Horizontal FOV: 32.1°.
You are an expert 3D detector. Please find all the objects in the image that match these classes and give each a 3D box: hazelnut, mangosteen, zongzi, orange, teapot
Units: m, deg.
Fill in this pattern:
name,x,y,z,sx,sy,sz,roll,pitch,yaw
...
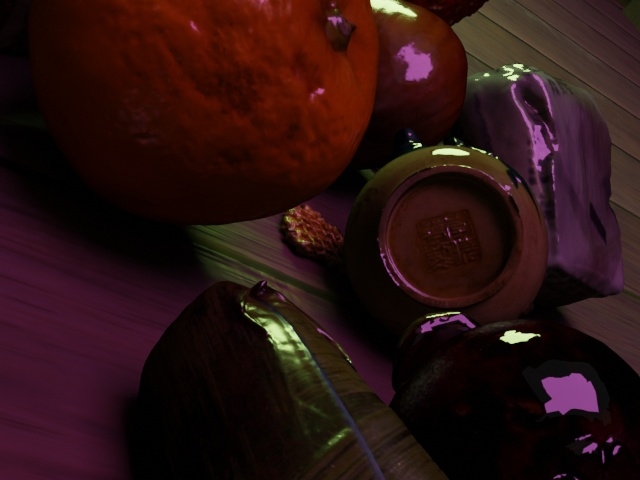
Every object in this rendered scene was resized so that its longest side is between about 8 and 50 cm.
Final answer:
name,x,y,z,sx,sy,sz,roll,pitch,yaw
hazelnut,0.043,-0.150,1.126,0.210,0.210,0.186,57,5,28
mangosteen,0.126,0.148,0.742,0.210,0.210,0.210,33,26,-19
zongzi,-0.046,0.151,0.543,0.286,0.138,0.300,49,27,21
orange,-0.084,-0.138,0.808,0.261,0.261,0.261,33,26,-19
teapot,0.111,0.023,0.975,0.182,0.173,0.269,79,-6,-81

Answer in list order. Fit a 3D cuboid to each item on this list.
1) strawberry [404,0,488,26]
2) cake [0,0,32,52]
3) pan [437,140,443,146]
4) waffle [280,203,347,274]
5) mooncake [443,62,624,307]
name,x,y,z,sx,sy,sz,roll,pitch,yaw
strawberry,0.121,-0.373,1.462,0.277,0.257,0.257,6,10,27
cake,-0.242,-0.234,0.874,0.147,0.134,0.135,-12,59,-53
pan,0.152,-0.068,1.281,0.128,0.048,0.202,50,26,14
waffle,0.001,0.000,0.991,0.085,0.016,0.078,36,26,-16
mooncake,0.228,-0.059,1.204,0.254,0.136,0.250,16,64,-57
